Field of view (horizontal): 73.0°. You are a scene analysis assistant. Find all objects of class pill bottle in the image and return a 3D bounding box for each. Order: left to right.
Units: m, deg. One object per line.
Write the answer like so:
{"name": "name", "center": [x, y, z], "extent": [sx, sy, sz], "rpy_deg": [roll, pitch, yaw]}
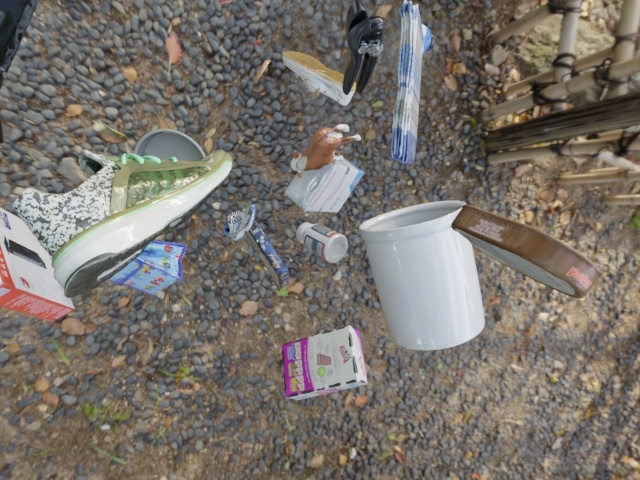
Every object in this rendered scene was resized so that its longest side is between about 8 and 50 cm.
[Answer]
{"name": "pill bottle", "center": [0.000, 0.000, 1.546], "extent": [0.108, 0.180, 0.107], "rpy_deg": [-22, 125, -35]}

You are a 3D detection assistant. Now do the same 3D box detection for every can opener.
{"name": "can opener", "center": [0.068, -0.295, 0.701], "extent": [0.059, 0.186, 0.073], "rpy_deg": [-2, 74, -1]}

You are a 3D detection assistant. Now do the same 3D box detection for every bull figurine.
{"name": "bull figurine", "center": [0.008, -0.321, 1.552], "extent": [0.189, 0.310, 0.101], "rpy_deg": [-22, 89, -21]}

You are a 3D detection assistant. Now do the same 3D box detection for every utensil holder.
{"name": "utensil holder", "center": [0.325, 0.102, 1.355], "extent": [0.328, 0.328, 0.384], "rpy_deg": [-18, 100, -16]}

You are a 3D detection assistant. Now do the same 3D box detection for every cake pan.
{"name": "cake pan", "center": [-0.565, -0.287, 1.662], "extent": [0.294, 0.054, 0.292], "rpy_deg": [2, 117, 4]}

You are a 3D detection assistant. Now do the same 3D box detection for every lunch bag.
{"name": "lunch bag", "center": [-0.644, 0.065, 1.457], "extent": [0.294, 0.221, 0.138], "rpy_deg": [23, 56, -37]}

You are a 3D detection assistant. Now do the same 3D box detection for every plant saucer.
{"name": "plant saucer", "center": [-0.178, -0.509, 1.299], "extent": [0.013, 0.083, 0.083], "rpy_deg": [33, 85, -18]}

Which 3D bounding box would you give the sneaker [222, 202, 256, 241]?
{"name": "sneaker", "center": [-0.198, -0.046, 1.044], "extent": [0.058, 0.135, 0.052], "rpy_deg": [22, 45, -22]}

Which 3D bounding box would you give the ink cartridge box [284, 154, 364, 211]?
{"name": "ink cartridge box", "center": [0.023, -0.242, 1.809], "extent": [0.129, 0.308, 0.223], "rpy_deg": [42, 109, 19]}

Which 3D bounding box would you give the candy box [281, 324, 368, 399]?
{"name": "candy box", "center": [0.007, 0.354, 1.243], "extent": [0.071, 0.234, 0.159], "rpy_deg": [37, 39, -51]}

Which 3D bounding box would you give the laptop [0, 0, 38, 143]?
{"name": "laptop", "center": [-0.474, -0.273, 0.510], "extent": [0.235, 0.136, 0.264], "rpy_deg": [26, 101, -26]}

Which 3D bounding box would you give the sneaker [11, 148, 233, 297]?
{"name": "sneaker", "center": [-0.295, -0.095, 0.708], "extent": [0.182, 0.158, 0.410], "rpy_deg": [49, 36, -10]}

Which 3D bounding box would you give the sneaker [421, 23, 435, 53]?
{"name": "sneaker", "center": [0.354, -0.659, 1.499], "extent": [0.085, 0.058, 0.151], "rpy_deg": [-3, 105, -38]}

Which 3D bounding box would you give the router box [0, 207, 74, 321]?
{"name": "router box", "center": [-0.932, 0.062, 1.319], "extent": [0.082, 0.301, 0.335], "rpy_deg": [-32, 69, -7]}

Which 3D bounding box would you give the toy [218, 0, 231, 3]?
{"name": "toy", "center": [-0.210, -0.594, 1.021], "extent": [0.137, 0.237, 0.056], "rpy_deg": [-19, 119, -16]}

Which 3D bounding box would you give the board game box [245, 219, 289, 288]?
{"name": "board game box", "center": [-0.192, 0.040, 1.514], "extent": [0.042, 0.165, 0.243], "rpy_deg": [-31, 73, -14]}

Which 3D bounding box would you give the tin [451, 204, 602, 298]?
{"name": "tin", "center": [0.229, 0.009, 0.507], "extent": [0.106, 0.190, 0.040], "rpy_deg": [37, 93, -25]}

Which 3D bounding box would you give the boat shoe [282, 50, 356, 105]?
{"name": "boat shoe", "center": [-0.017, -0.542, 1.459], "extent": [0.277, 0.096, 0.098], "rpy_deg": [33, 46, 8]}

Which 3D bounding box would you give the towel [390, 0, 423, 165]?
{"name": "towel", "center": [0.175, -0.294, 0.862], "extent": [0.034, 0.209, 0.284], "rpy_deg": [5, 100, 17]}
